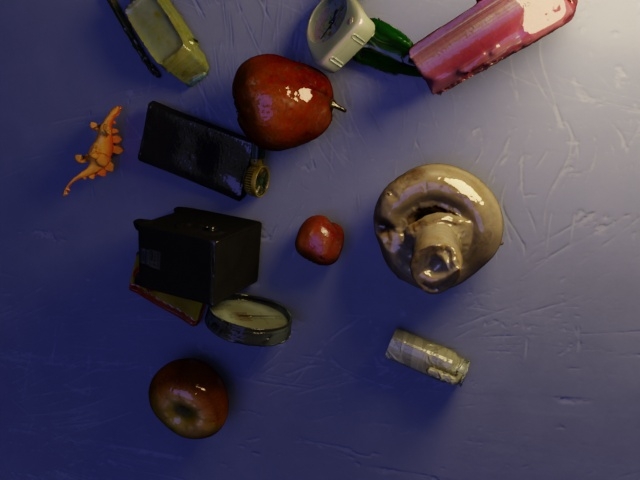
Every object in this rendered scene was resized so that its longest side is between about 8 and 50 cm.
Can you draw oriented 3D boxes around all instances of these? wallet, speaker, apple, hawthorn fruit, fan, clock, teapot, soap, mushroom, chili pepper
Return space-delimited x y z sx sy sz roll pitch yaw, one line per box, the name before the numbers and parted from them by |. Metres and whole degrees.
wallet | -0.430 0.136 1.725 0.241 0.067 0.141 27 113 11
speaker | -0.313 0.027 1.568 0.253 0.232 0.184 12 107 21
apple | -0.363 0.441 1.726 0.210 0.173 0.235 -23 104 19
hawthorn fruit | 0.000 0.000 1.515 0.127 0.128 0.128 5 105 18
fan | -0.160 -0.186 1.535 0.039 0.082 0.155 14 112 20
clock | -0.182 0.199 1.567 0.225 0.226 0.049 17 107 15
teapot | 0.262 0.293 1.497 0.200 0.107 0.077 21 107 13
hawthorn fruit | -0.071 -0.317 1.417 0.260 0.224 0.224 -5 103 -2
wallet | -0.324 -0.236 1.606 0.320 0.044 0.171 22 111 10
soap | 0.348 -0.420 1.226 0.324 0.220 0.127 -25 98 24
mushroom | 0.244 -0.016 1.325 0.292 0.290 0.293 5 109 15
clock | 0.035 -0.485 1.371 0.151 0.062 0.191 -39 50 30
chili pepper | 0.168 -0.425 1.373 0.216 0.062 0.108 24 110 10

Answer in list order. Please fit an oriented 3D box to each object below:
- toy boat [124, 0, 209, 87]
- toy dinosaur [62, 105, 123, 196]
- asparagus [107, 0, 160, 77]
toy boat | -0.391 -0.520 1.535 0.111 0.084 0.276 -32 90 22
toy dinosaur | -0.600 -0.234 1.666 0.070 0.117 0.289 31 96 23
asparagus | -0.490 -0.531 1.600 0.024 0.025 0.249 -31 92 -19
